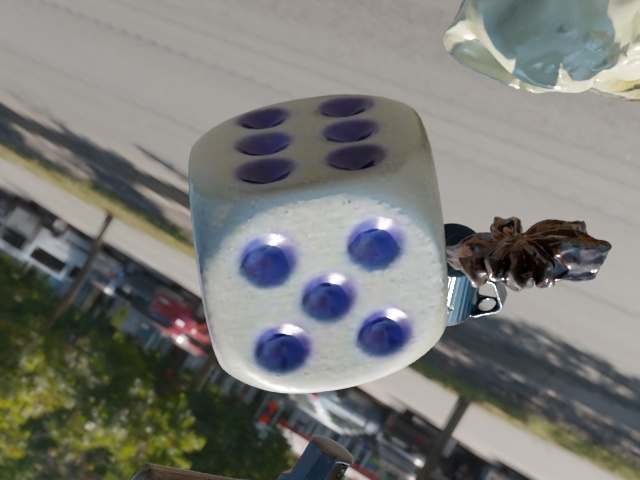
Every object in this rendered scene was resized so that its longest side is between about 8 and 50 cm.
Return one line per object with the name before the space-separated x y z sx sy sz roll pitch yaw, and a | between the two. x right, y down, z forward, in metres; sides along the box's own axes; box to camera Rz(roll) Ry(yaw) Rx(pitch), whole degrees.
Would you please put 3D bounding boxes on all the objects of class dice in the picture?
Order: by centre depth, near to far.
dice | 0.000 0.000 1.464 0.277 0.304 0.304 -97 -1 -58

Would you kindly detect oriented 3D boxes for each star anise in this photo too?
star anise | 0.303 0.024 1.670 0.220 0.214 0.099 -146 46 -65

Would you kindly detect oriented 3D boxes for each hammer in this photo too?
hammer | -0.145 0.413 1.849 0.408 0.243 0.095 20 -168 -39

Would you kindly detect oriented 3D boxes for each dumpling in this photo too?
dumpling | 0.384 -0.335 1.663 0.315 0.233 0.395 22 150 -23

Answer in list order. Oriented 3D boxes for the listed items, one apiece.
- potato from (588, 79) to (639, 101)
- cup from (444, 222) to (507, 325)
potato | 0.556 -0.502 1.940 0.385 0.442 0.319 7 147 -26
cup | 0.240 0.062 1.944 0.176 0.131 0.155 19 149 10
